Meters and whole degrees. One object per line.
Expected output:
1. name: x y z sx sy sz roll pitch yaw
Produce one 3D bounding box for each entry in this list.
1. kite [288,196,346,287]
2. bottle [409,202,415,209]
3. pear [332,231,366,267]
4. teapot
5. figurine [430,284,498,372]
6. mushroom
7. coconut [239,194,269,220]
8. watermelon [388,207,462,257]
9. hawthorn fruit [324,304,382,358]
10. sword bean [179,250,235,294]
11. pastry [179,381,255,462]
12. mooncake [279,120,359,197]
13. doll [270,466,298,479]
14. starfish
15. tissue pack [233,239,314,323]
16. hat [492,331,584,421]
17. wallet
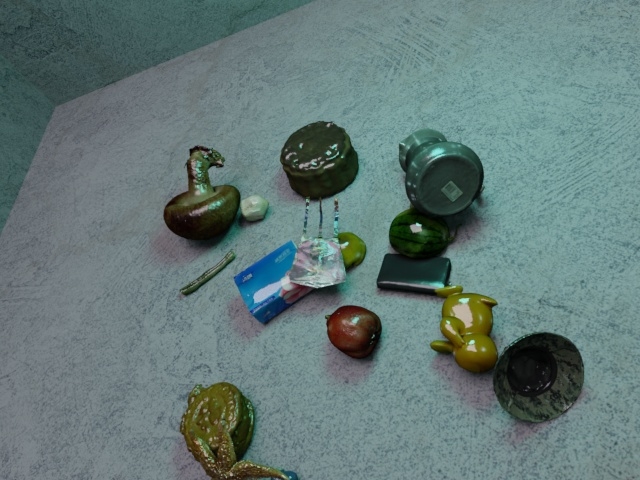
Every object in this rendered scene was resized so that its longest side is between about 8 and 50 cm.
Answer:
1. kite: 0.001 0.002 1.644 0.204 0.022 0.361 1 64 10
2. bottle: 0.378 -0.125 1.685 0.101 0.047 0.063 9 33 11
3. pear: 0.092 0.027 1.683 0.141 0.104 0.141 -10 58 17
4. teapot: 0.419 -0.243 1.596 0.300 0.253 0.344 19 26 -11
5. figurine: 0.423 0.255 1.326 0.215 0.215 0.228 10 76 29
6. mushroom: -0.497 -0.183 1.951 0.331 0.356 0.334 18 35 17
7. coconut: -0.274 -0.140 1.959 0.124 0.110 0.110 -18 52 18
8. watermelon: 0.344 -0.043 1.597 0.232 0.127 0.204 14 51 33
9. hawthorn fruit: 0.097 0.283 1.470 0.188 0.169 0.169 16 65 35
10. sword bean: -0.461 0.136 1.896 0.269 0.038 0.043 -38 76 -5
11. pastry: -0.329 0.588 1.475 0.235 0.132 0.240 -10 47 28
12. mooncake: -0.009 -0.344 1.931 0.323 0.187 0.324 -11 53 14
13. doll: -0.106 0.704 1.335 0.083 0.050 0.076 0 62 22
14. starfish: -0.259 0.656 1.322 0.299 0.060 0.302 -32 93 24
15. tissue pack: -0.164 0.144 1.690 0.269 0.137 0.209 -33 50 0
16. hat: 0.555 0.340 1.230 0.265 0.266 0.128 -32 12 1
17. wallet: 0.321 0.112 1.559 0.250 0.044 0.149 3 54 25
